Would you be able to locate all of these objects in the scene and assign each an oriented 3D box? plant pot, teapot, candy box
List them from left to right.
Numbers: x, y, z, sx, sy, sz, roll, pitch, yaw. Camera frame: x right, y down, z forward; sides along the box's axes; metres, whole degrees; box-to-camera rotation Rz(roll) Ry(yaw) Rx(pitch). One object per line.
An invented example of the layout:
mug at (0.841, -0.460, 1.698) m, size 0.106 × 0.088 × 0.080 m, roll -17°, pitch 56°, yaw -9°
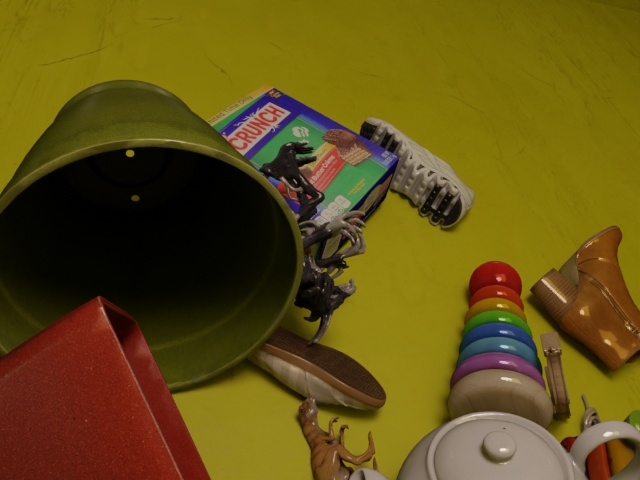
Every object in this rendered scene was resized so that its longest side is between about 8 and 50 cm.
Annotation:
plant pot at (-0.234, 0.232, 0.528) m, size 0.235 × 0.267 × 0.268 m, roll -25°, pitch 84°, yaw -15°
plant pot at (-0.247, -0.046, 0.808) m, size 0.366 × 0.367 × 0.353 m, roll -1°, pitch 35°, yaw -21°
candy box at (-0.059, -0.127, 1.084) m, size 0.317 × 0.122 × 0.268 m, roll 31°, pitch 49°, yaw 15°
teapot at (0.202, 0.285, 0.665) m, size 0.252 × 0.187 × 0.256 m, roll 19°, pitch 38°, yaw 33°

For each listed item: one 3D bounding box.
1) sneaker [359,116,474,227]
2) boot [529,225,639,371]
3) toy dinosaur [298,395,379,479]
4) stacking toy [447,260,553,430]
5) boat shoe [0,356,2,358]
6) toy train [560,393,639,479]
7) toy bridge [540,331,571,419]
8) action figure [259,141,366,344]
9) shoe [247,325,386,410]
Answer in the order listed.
sneaker at (0.197, -0.148, 1.228) m, size 0.292 × 0.110 × 0.118 m, roll 46°, pitch 41°, yaw 16°
boot at (0.540, 0.106, 1.095) m, size 0.295 × 0.104 × 0.211 m, roll -28°, pitch 65°, yaw -33°
toy dinosaur at (0.018, 0.295, 0.742) m, size 0.112 × 0.064 × 0.212 m, roll -11°, pitch 39°, yaw -3°
stacking toy at (0.276, 0.145, 0.931) m, size 0.141 × 0.141 × 0.330 m, roll 19°, pitch 38°, yaw 0°
boat shoe at (-0.402, 0.154, 0.732) m, size 0.142 × 0.049 × 0.040 m, roll 41°, pitch 47°, yaw 19°
toy train at (0.413, 0.280, 0.823) m, size 0.105 × 0.143 × 0.248 m, roll 19°, pitch 43°, yaw -1°
toy bridge at (0.342, 0.210, 0.853) m, size 0.026 × 0.188 × 0.063 m, roll -11°, pitch 42°, yaw 17°
action figure at (0.000, 0.000, 0.843) m, size 0.140 × 0.164 × 0.276 m, roll -14°, pitch 81°, yaw -5°
shoe at (-0.011, 0.186, 0.841) m, size 0.219 × 0.058 × 0.076 m, roll 28°, pitch 23°, yaw 3°
